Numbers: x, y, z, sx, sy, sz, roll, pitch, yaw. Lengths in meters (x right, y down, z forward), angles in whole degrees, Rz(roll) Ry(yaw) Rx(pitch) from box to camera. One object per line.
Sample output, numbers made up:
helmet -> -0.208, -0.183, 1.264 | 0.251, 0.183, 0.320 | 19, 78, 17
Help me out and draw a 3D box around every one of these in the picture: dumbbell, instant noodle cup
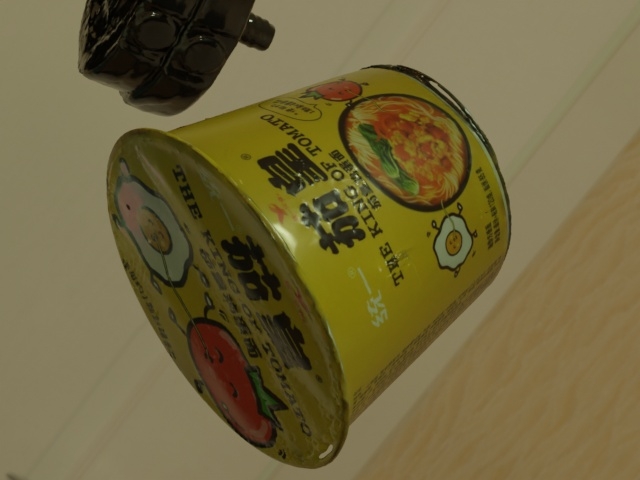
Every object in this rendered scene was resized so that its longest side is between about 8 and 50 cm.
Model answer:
dumbbell -> -0.196, -0.218, 0.652 | 0.388, 0.185, 0.185 | 20, 15, -30
instant noodle cup -> 0.000, 0.000, 0.487 | 0.182, 0.144, 0.182 | 35, -38, 33
